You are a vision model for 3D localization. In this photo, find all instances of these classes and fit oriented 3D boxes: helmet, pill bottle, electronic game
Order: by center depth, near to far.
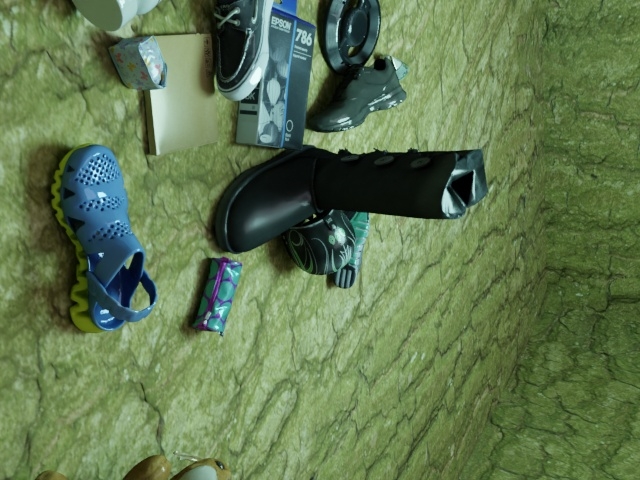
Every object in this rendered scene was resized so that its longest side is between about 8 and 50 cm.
[{"bbox_3d":[-0.275,-0.423,1.058,0.221,0.121,0.121,-56,141,-31],"label":"pill bottle"},{"bbox_3d":[0.000,0.000,1.572,0.169,0.169,0.161,-50,128,-39],"label":"helmet"},{"bbox_3d":[0.076,-0.506,1.648,0.229,0.048,0.229,-35,135,-45],"label":"electronic game"}]

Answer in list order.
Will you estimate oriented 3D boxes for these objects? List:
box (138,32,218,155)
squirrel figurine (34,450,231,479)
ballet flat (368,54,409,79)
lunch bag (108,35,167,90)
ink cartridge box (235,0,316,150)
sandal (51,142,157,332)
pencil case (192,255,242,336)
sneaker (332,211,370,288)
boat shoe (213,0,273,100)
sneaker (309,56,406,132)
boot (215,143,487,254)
[{"bbox_3d":[-0.249,-0.264,1.237,0.164,0.021,0.201,-26,120,-52],"label":"box"},{"bbox_3d":[-0.308,0.558,1.217,0.370,0.281,0.397,-11,122,-67],"label":"squirrel figurine"},{"bbox_3d":[0.160,-0.428,1.784,0.221,0.077,0.079,-45,131,-36],"label":"ballet flat"},{"bbox_3d":[-0.290,-0.283,1.122,0.053,0.071,0.083,-51,135,-42],"label":"lunch bag"},{"bbox_3d":[-0.087,-0.357,1.426,0.165,0.065,0.332,-6,102,-56],"label":"ink cartridge box"},{"bbox_3d":[-0.325,0.005,1.090,0.126,0.138,0.317,-29,120,-49],"label":"sandal"},{"bbox_3d":[-0.203,0.109,1.374,0.070,0.065,0.151,59,45,-79],"label":"pencil case"},{"bbox_3d":[0.079,0.012,1.798,0.098,0.083,0.223,4,101,-78],"label":"sneaker"},{"bbox_3d":[-0.150,-0.410,1.273,0.102,0.108,0.301,27,74,-57],"label":"boat shoe"},{"bbox_3d":[0.076,-0.342,1.635,0.286,0.109,0.130,-35,115,-33],"label":"sneaker"},{"bbox_3d":[0.062,-0.078,1.376,0.367,0.445,0.146,-49,137,-39],"label":"boot"}]
